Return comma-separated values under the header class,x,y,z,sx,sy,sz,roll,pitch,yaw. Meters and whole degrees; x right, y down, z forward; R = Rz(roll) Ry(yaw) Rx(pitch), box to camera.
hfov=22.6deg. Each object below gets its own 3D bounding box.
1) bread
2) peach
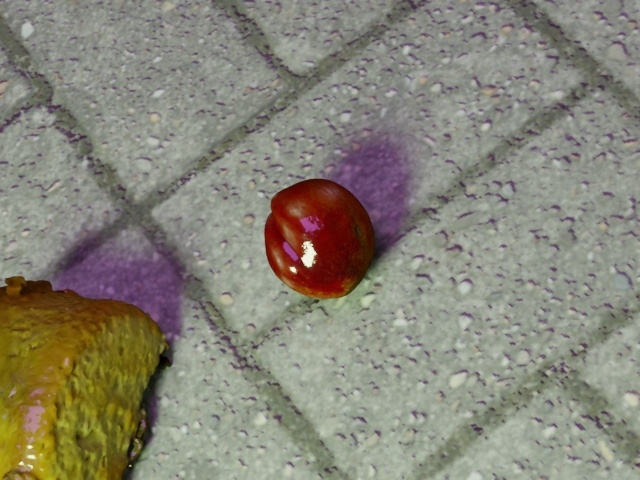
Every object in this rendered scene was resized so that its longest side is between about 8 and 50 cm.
class,x,y,z,sx,sy,sz,roll,pitch,yaw
bread,-0.247,0.146,1.359,0.160,0.147,0.260,7,64,27
peach,0.001,0.000,1.382,0.101,0.100,0.100,-9,58,16
